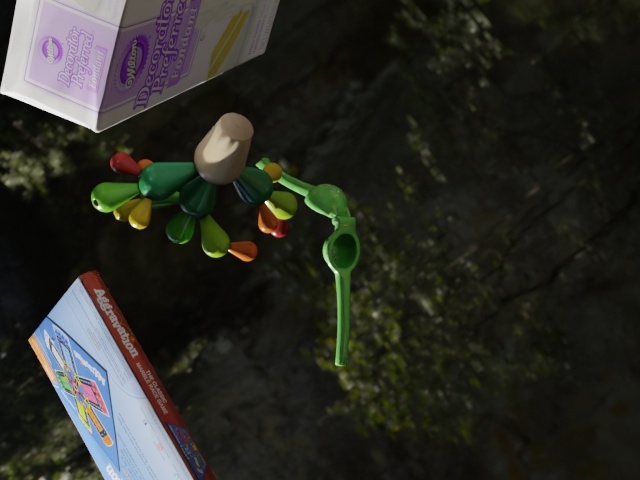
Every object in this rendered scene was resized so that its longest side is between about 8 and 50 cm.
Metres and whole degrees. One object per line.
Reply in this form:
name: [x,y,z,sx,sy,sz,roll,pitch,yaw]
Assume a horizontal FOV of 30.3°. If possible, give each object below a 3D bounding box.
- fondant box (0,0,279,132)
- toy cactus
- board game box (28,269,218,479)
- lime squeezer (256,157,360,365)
fondant box: [-0.118,-0.249,0.988,0.096,0.238,0.330,25,-154,13]
toy cactus: [-0.110,-0.063,1.175,0.219,0.180,0.112,12,-129,-20]
board game box: [-0.200,0.185,1.215,0.027,0.145,0.281,-19,-108,-46]
lime squeezer: [0.000,0.000,1.514,0.059,0.110,0.310,16,-133,-57]
